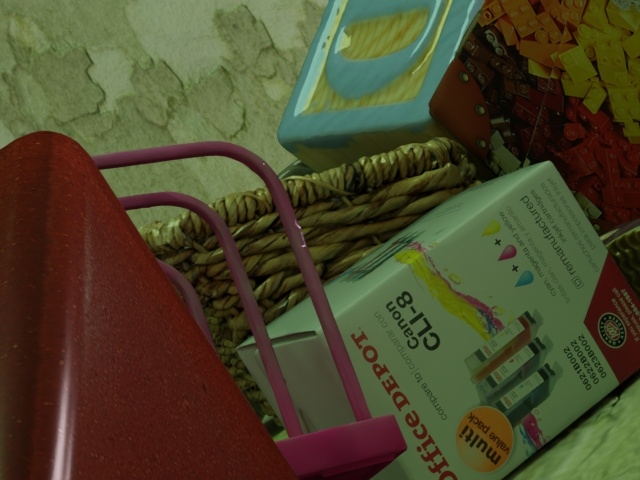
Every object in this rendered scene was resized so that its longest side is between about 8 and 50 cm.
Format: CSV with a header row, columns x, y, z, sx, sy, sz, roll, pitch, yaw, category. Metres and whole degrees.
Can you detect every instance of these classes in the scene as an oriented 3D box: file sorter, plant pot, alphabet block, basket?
x,y,z,sx,sy,sz,roll,pitch,yaw,category
-0.132,0.096,0.905,0.202,0.182,0.291,-10,-22,-30,file sorter
-0.116,0.165,0.524,0.267,0.267,0.236,-32,18,0,plant pot
0.117,-0.116,1.400,0.192,0.197,0.193,-2,60,51,alphabet block
0.000,0.000,1.236,0.213,0.223,0.299,-49,8,-12,basket

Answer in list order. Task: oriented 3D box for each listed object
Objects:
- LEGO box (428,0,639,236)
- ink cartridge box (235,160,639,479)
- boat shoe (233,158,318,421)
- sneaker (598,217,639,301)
x,y,z,sx,sy,sz,roll,pitch,yaw,category
0.349,-0.244,1.217,0.500,0.193,0.372,-36,-16,-35,LEGO box
0.070,0.061,0.989,0.176,0.128,0.127,-35,6,-22,ink cartridge box
-0.045,0.049,1.510,0.355,0.132,0.130,-48,2,-16,boat shoe
0.199,0.010,1.045,0.084,0.070,0.185,-39,10,-38,sneaker
